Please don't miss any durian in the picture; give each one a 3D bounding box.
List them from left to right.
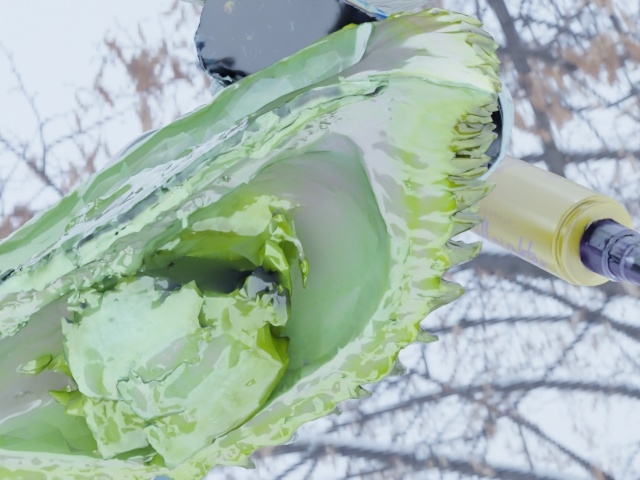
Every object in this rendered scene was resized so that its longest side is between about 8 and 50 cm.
[{"bbox_3d":[-0.078,0.012,0.548,0.355,0.157,0.169,-32,-24,19],"label":"durian"}]

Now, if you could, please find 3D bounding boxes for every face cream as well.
[{"bbox_3d":[0.201,-0.012,1.165,0.078,0.273,0.078,-9,-70,-24],"label":"face cream"}]

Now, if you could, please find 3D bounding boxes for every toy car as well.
[{"bbox_3d":[0.020,-0.099,0.839,0.205,0.056,0.095,27,-68,1],"label":"toy car"}]

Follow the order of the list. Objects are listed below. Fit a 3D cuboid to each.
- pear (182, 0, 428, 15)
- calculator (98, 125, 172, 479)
[{"bbox_3d":[-0.031,-0.319,0.997,0.413,0.352,0.352,16,-50,-7],"label":"pear"},{"bbox_3d":[-0.113,0.070,0.799,0.041,0.299,0.185,6,-33,25],"label":"calculator"}]
